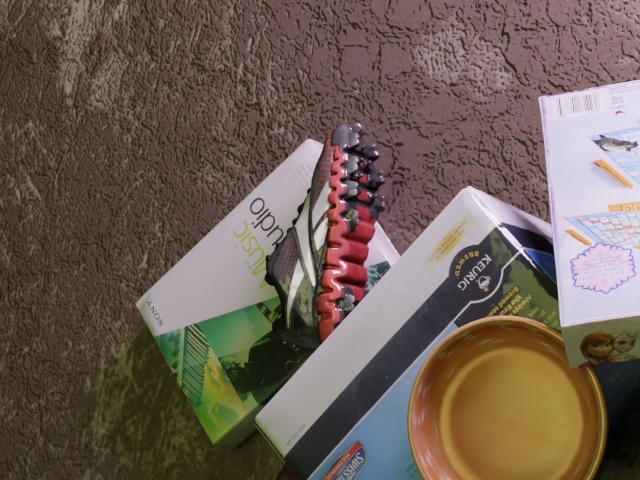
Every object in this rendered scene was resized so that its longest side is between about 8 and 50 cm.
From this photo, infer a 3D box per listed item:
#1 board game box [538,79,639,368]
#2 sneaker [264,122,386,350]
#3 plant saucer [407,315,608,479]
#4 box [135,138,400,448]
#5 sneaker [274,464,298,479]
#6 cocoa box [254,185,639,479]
[{"bbox_3d":[0.376,-0.038,1.549,0.318,0.066,0.318,-9,45,12],"label":"board game box"},{"bbox_3d":[0.000,0.000,1.882,0.135,0.097,0.276,-2,79,30],"label":"sneaker"},{"bbox_3d":[0.179,0.172,1.554,0.200,0.037,0.200,-3,83,26],"label":"plant saucer"},{"bbox_3d":[-0.060,0.066,1.998,0.322,0.058,0.232,-44,59,18],"label":"box"},{"bbox_3d":[0.012,0.335,1.832,0.106,0.123,0.290,-57,18,2],"label":"sneaker"},{"bbox_3d":[0.155,0.159,1.725,0.347,0.231,0.228,-48,61,15],"label":"cocoa box"}]
